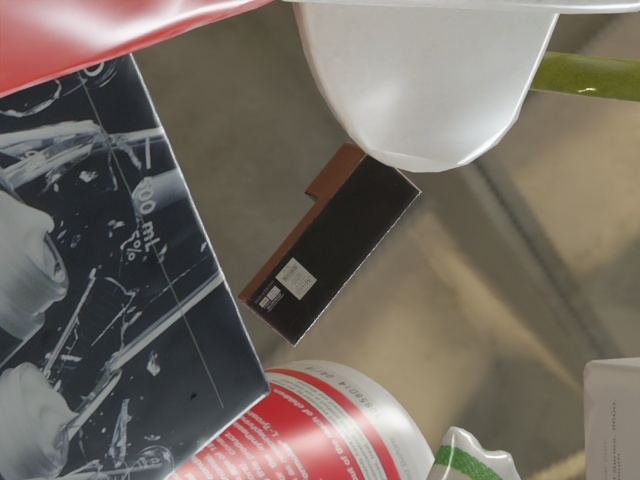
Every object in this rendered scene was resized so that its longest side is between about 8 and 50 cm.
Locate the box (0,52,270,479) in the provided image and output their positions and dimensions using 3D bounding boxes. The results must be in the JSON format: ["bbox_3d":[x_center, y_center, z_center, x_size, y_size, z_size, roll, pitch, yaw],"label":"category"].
[{"bbox_3d":[-0.233,0.015,0.930,0.312,0.179,0.343,-40,-48,-23],"label":"box"}]

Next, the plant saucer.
[{"bbox_3d":[0.281,-0.143,1.754,0.241,0.241,0.037,3,-83,-31],"label":"plant saucer"}]

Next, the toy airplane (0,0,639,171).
[{"bbox_3d":[-0.118,-0.104,0.353,0.386,0.272,0.384,-44,-29,10],"label":"toy airplane"}]

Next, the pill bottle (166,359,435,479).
[{"bbox_3d":[-0.116,0.235,1.412,0.407,0.229,0.229,-14,-72,-46],"label":"pill bottle"}]

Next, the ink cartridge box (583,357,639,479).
[{"bbox_3d":[0.338,0.144,1.098,0.285,0.395,0.166,-2,-92,-10],"label":"ink cartridge box"}]

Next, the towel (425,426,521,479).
[{"bbox_3d":[0.020,0.263,0.868,0.325,0.038,0.248,-57,-32,-15],"label":"towel"}]

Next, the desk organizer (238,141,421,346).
[{"bbox_3d":[0.000,0.000,1.275,0.047,0.050,0.130,42,-96,-22],"label":"desk organizer"}]
